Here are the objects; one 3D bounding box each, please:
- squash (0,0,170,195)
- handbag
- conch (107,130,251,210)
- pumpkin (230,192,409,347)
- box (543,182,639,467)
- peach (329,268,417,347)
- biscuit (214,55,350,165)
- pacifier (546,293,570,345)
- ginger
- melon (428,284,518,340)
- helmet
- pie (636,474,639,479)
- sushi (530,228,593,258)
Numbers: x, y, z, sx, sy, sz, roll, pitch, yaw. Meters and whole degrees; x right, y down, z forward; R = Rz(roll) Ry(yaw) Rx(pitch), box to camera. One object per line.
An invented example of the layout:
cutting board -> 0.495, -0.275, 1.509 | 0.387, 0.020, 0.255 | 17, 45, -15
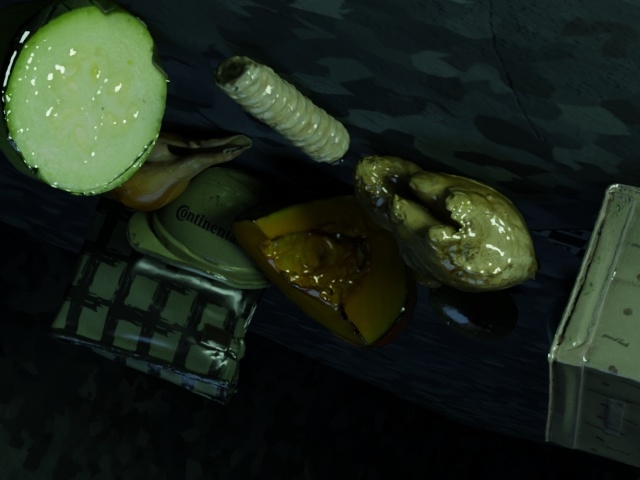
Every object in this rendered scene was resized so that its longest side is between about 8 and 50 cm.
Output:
squash -> -0.283, -0.158, 1.326 | 0.133, 0.220, 0.220 | 6, 163, 39
handbag -> -0.249, 0.070, 2.061 | 0.327, 0.325, 0.162 | 19, 172, 7
conch -> -0.211, -0.113, 1.760 | 0.330, 0.109, 0.093 | -17, -174, 37
pumpkin -> 0.000, 0.000, 1.776 | 0.148, 0.169, 0.312 | 16, 154, 48
box -> 0.377, 0.114, 1.386 | 0.190, 0.225, 0.297 | 16, 157, 16
peach -> 0.071, 0.092, 2.041 | 0.184, 0.184, 0.184 | 18, 169, 4
biscuit -> -0.036, -0.146, 1.380 | 0.061, 0.055, 0.219 | 2, 162, 38
pacifier -> 0.471, 0.169, 1.795 | 0.299, 0.244, 0.233 | 38, 130, -24
ginger -> 0.126, -0.004, 1.526 | 0.236, 0.166, 0.375 | 13, 165, -18
melon -> 0.248, 0.107, 1.990 | 0.162, 0.099, 0.099 | 24, 168, -19
helmet -> -0.155, -0.043, 1.848 | 0.257, 0.137, 0.204 | 17, -151, -6
pie -> 0.667, 0.325, 1.757 | 0.418, 0.180, 0.395 | -1, 139, -38
sushi -> 0.416, 0.048, 1.571 | 0.219, 0.047, 0.231 | 25, 167, -28
